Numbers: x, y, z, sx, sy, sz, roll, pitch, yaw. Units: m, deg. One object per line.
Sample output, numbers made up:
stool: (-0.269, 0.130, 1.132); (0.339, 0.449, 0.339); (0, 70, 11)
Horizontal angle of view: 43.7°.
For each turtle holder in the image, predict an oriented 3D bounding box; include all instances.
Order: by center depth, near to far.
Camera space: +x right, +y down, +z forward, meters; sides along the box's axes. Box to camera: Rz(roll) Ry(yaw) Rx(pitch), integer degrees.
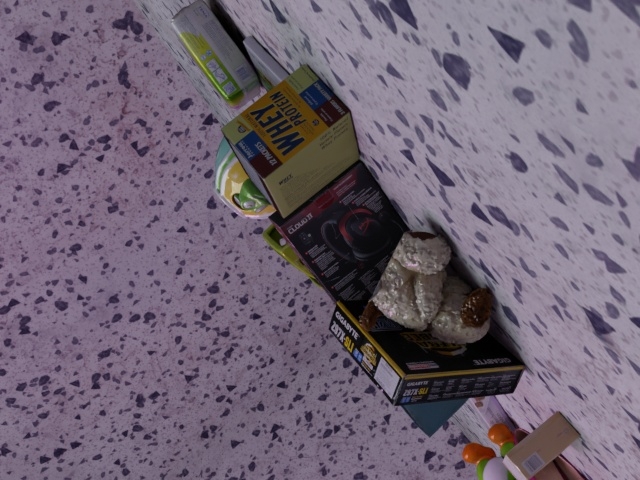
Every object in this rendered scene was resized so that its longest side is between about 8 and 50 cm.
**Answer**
turtle holder: (-0.114, -0.150, 1.783); (0.243, 0.227, 0.320); (37, -168, -44)

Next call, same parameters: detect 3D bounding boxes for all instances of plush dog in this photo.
plush dog: (0.217, 0.120, 1.523); (0.225, 0.210, 0.262); (27, 172, 6)

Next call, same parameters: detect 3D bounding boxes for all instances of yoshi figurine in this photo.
yoshi figurine: (0.469, 0.661, 2.127); (0.362, 0.203, 0.203); (-95, -3, -56)

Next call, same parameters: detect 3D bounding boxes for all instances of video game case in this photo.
video game case: (-0.069, -0.315, 1.737); (0.227, 0.026, 0.206); (48, 174, 25)

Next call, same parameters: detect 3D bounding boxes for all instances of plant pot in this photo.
plant pot: (0.278, 0.313, 1.900); (0.166, 0.234, 0.165); (51, 175, -3)
plant pot: (0.000, 0.000, 2.268); (0.207, 0.227, 0.228); (47, 177, -23)

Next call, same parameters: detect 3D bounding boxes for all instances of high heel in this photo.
high heel: (0.562, 0.571, 1.894); (0.181, 0.127, 0.377); (58, 170, -5)

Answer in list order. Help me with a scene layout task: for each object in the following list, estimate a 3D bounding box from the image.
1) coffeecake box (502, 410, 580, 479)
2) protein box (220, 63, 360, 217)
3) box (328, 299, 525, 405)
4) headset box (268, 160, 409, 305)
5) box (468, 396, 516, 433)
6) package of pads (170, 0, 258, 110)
coffeecake box: (0.465, 0.445, 1.699); (0.068, 0.142, 0.185); (50, 175, 22)
protein box: (-0.051, -0.182, 1.510); (0.136, 0.200, 0.201); (49, 174, 19)
box: (0.213, 0.217, 1.625); (0.322, 0.079, 0.257); (3, -154, -33)
headset box: (0.049, -0.019, 1.684); (0.293, 0.218, 0.110); (52, 175, -21)
box: (0.454, 0.447, 2.257); (0.324, 0.063, 0.067); (54, 176, -26)
package of pads: (-0.244, -0.437, 1.901); (0.229, 0.101, 0.296); (53, 179, -5)
